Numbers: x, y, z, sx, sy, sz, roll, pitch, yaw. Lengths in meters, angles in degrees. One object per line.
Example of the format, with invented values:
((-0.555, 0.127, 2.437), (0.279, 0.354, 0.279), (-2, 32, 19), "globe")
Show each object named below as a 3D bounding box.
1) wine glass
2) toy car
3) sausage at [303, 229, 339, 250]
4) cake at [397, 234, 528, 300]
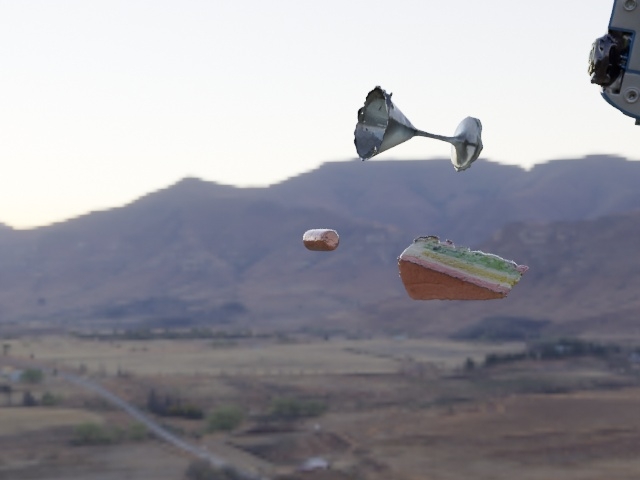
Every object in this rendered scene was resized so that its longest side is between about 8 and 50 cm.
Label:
((0.155, -0.165, 1.841), (0.183, 0.122, 0.122), (11, -6, -22), "wine glass")
((0.477, -0.312, 1.600), (0.198, 0.314, 0.166), (10, 20, 8), "toy car")
((0.000, 0.000, 1.817), (0.034, 0.034, 0.083), (0, 0, -27), "sausage")
((0.255, 0.070, 2.110), (0.225, 0.090, 0.109), (16, 32, 31), "cake")
